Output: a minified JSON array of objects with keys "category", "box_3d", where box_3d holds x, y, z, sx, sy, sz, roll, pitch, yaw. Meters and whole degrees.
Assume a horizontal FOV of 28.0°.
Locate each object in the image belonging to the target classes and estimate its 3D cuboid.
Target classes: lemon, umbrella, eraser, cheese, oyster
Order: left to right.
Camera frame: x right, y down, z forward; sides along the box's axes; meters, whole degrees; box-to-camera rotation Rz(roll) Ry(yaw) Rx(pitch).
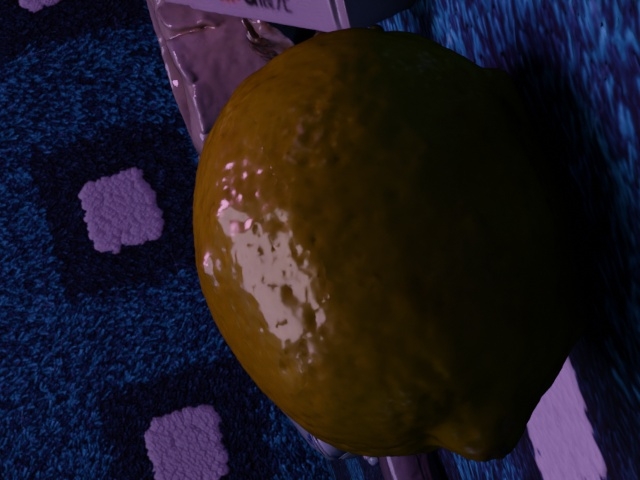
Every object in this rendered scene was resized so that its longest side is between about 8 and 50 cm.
[{"category":"cheese","box_3d":[-0.160,-0.277,1.961,0.332,0.153,0.292,-118,12,-51]},{"category":"eraser","box_3d":[-0.047,-0.247,1.044,0.279,0.081,0.124,20,133,50]},{"category":"oyster","box_3d":[-0.027,-0.153,1.375,0.351,0.114,0.238,-167,60,-82]},{"category":"lemon","box_3d":[0.040,0.004,0.779,0.288,0.233,0.233,62,170,17]},{"category":"umbrella","box_3d":[0.096,0.234,1.540,0.073,0.067,0.337,-36,70,58]}]

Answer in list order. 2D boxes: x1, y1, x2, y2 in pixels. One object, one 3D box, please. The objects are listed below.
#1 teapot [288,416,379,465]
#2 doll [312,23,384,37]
[{"category":"teapot","box_3d":[0.041,0.222,1.642,0.232,0.159,0.159,-2,-107,-66]},{"category":"doll","box_3d":[0.044,-0.100,1.048,0.179,0.102,0.089,54,-139,-49]}]
